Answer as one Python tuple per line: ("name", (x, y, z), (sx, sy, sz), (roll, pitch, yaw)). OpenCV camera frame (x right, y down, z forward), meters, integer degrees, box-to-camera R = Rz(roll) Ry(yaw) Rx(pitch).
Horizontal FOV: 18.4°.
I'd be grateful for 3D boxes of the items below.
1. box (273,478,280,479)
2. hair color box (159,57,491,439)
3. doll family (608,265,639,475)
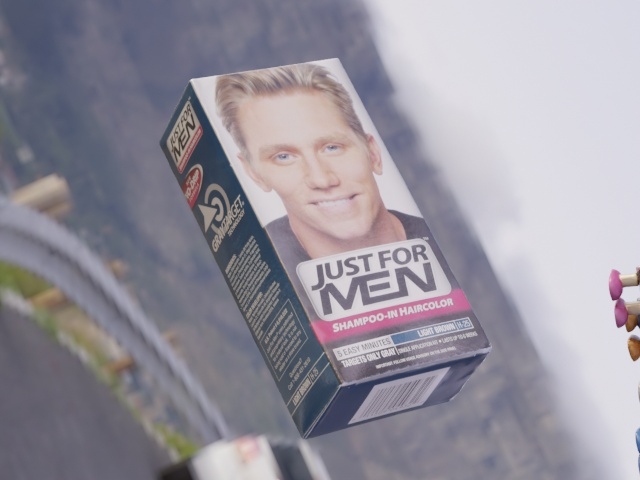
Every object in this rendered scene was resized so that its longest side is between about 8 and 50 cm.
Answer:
("box", (-0.018, 0.343, 1.665), (0.257, 0.122, 0.128), (51, 25, -26))
("hair color box", (0.000, 0.000, 1.862), (0.347, 0.174, 0.105), (62, -35, 24))
("doll family", (0.382, 0.108, 1.903), (0.118, 0.163, 0.263), (-50, 131, -62))
